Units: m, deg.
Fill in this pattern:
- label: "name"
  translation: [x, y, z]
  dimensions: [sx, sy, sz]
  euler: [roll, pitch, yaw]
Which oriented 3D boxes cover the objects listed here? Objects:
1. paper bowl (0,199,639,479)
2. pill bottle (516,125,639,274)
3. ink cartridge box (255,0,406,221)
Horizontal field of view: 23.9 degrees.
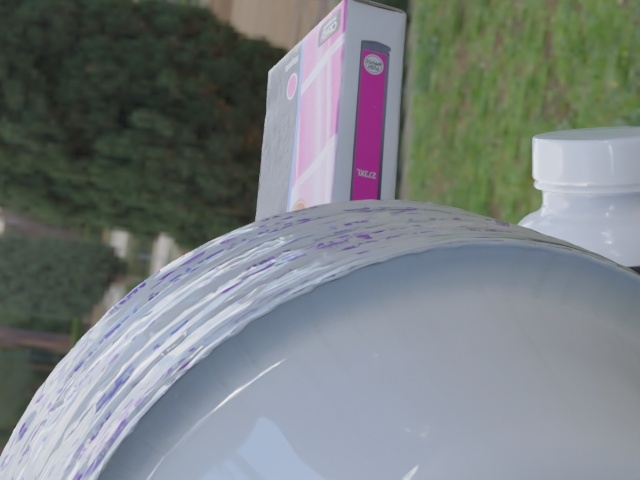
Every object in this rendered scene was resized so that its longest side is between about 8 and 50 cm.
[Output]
- label: "paper bowl"
  translation: [0.036, 0.135, 0.487]
  dimensions: [0.148, 0.284, 0.284]
  euler: [-154, 70, -65]
- label: "pill bottle"
  translation: [0.159, 0.037, 0.824]
  dimensions: [0.108, 0.108, 0.193]
  euler: [-130, 36, -79]
- label: "ink cartridge box"
  translation: [0.000, 0.000, 1.256]
  dimensions: [0.176, 0.069, 0.371]
  euler: [147, 129, -61]
